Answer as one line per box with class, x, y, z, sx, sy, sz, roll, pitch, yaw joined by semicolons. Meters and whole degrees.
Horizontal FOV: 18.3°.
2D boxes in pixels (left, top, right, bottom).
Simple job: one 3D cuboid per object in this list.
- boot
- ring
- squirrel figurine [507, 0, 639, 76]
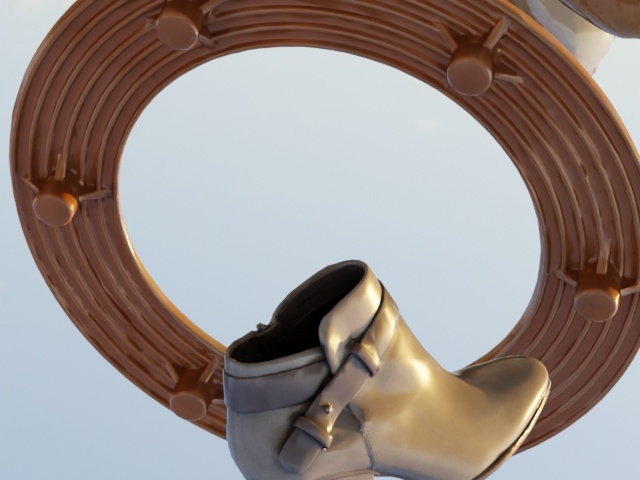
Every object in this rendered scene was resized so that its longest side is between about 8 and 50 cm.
boot;0.022;0.043;0.632;0.118;0.087;0.042;-37;-146;-28
ring;0.000;0.000;0.989;0.336;0.337;0.032;10;-141;9
squirrel figurine;0.126;-0.290;1.395;0.397;0.370;0.281;41;-123;6
